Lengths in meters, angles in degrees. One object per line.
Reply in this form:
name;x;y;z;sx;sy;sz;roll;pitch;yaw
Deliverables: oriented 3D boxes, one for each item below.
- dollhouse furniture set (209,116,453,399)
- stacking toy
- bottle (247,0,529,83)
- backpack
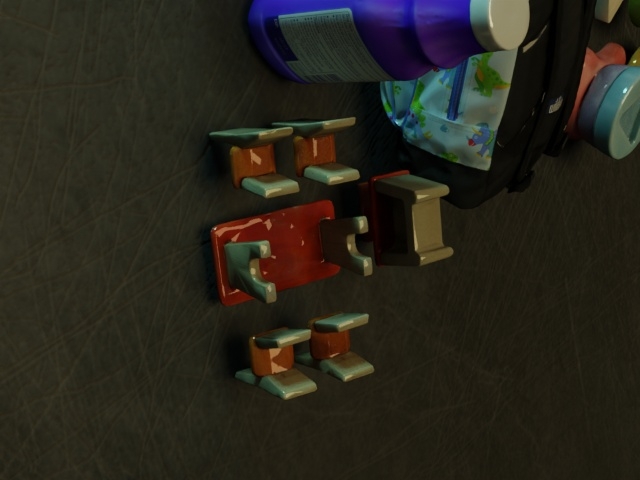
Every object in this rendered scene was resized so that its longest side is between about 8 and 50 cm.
dollhouse furniture set;0.000;0.000;1.196;0.259;0.135;0.262;-14;105;-35
stacking toy;0.473;-0.260;1.606;0.309;0.130;0.279;-26;133;-42
bottle;0.062;-0.208;1.095;0.118;0.283;0.092;48;60;-38
backpack;0.192;-0.265;1.260;0.290;0.273;0.355;-40;157;-44
